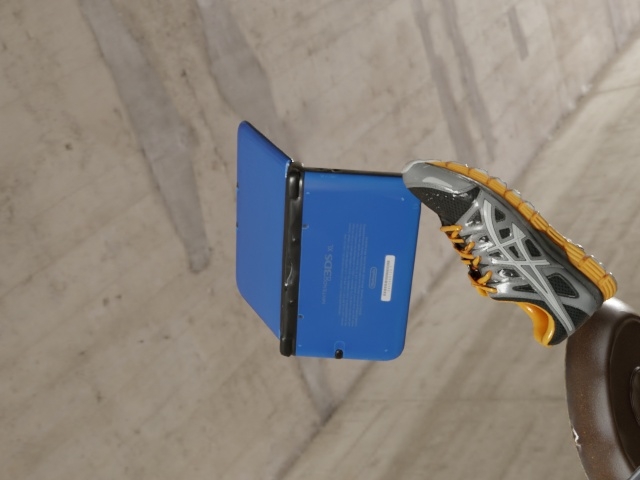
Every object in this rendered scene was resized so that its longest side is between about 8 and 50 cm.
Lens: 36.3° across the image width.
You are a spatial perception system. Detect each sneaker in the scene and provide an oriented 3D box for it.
[{"bbox_3d":[0.151,0.008,0.829,0.215,0.084,0.083,37,-94,-6],"label":"sneaker"}]

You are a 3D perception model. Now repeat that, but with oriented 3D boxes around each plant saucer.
[{"bbox_3d":[0.436,0.224,1.381,0.310,0.050,0.311,17,-112,-48],"label":"plant saucer"}]

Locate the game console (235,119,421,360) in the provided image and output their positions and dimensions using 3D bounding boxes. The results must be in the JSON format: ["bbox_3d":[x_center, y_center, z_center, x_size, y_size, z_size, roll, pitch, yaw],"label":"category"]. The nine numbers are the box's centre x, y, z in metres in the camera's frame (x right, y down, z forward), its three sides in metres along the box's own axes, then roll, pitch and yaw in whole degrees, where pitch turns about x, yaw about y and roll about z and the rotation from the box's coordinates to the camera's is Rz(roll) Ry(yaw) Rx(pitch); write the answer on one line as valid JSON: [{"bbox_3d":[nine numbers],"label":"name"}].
[{"bbox_3d":[0.000,0.000,1.356,0.173,0.250,0.293,-87,1,-58],"label":"game console"}]

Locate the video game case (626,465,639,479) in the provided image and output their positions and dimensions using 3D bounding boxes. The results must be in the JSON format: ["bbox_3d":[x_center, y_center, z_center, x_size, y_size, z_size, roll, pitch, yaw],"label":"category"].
[{"bbox_3d":[0.274,0.172,0.773,0.026,0.274,0.196,44,-152,21],"label":"video game case"}]
